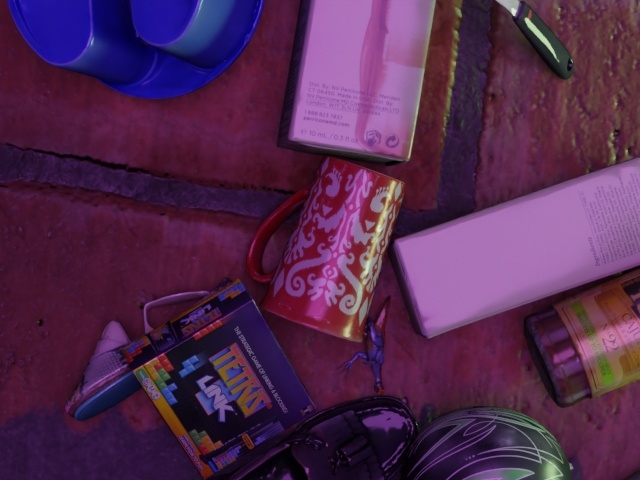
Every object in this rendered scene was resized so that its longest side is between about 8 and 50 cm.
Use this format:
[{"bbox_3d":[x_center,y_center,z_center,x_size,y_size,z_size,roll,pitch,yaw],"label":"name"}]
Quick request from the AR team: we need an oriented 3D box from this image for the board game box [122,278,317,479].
[{"bbox_3d":[-0.101,0.144,1.579,0.141,0.048,0.170,-31,125,-3],"label":"board game box"}]

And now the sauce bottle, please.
[{"bbox_3d":[0.386,0.063,1.615,0.344,0.111,0.111,-24,92,0],"label":"sauce bottle"}]

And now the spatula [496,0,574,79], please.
[{"bbox_3d":[0.181,-0.245,1.569,0.296,0.030,0.084,36,66,-39],"label":"spatula"}]

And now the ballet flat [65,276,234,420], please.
[{"bbox_3d":[-0.175,0.106,1.611,0.221,0.077,0.079,-28,73,-8],"label":"ballet flat"}]

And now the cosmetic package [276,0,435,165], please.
[{"bbox_3d":[0.045,-0.232,1.582,0.129,0.153,0.296,9,91,-5],"label":"cosmetic package"}]

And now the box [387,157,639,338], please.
[{"bbox_3d":[0.216,0.008,1.620,0.275,0.094,0.113,-17,90,-3],"label":"box"}]

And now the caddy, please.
[{"bbox_3d":[-0.186,-0.314,1.556,0.241,0.179,0.341,-8,91,18],"label":"caddy"}]

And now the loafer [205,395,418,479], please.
[{"bbox_3d":[-0.031,0.257,1.601,0.302,0.095,0.109,-26,90,-3],"label":"loafer"}]

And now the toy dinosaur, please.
[{"bbox_3d":[0.062,0.118,1.638,0.090,0.047,0.082,-32,110,-14],"label":"toy dinosaur"}]

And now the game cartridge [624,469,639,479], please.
[{"bbox_3d":[0.320,0.393,1.631,0.198,0.062,0.297,41,80,0],"label":"game cartridge"}]

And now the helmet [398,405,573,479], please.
[{"bbox_3d":[0.167,0.249,1.583,0.169,0.169,0.162,22,105,-4],"label":"helmet"}]

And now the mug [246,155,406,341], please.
[{"bbox_3d":[0.001,0.001,1.584,0.150,0.113,0.169,20,91,7],"label":"mug"}]
